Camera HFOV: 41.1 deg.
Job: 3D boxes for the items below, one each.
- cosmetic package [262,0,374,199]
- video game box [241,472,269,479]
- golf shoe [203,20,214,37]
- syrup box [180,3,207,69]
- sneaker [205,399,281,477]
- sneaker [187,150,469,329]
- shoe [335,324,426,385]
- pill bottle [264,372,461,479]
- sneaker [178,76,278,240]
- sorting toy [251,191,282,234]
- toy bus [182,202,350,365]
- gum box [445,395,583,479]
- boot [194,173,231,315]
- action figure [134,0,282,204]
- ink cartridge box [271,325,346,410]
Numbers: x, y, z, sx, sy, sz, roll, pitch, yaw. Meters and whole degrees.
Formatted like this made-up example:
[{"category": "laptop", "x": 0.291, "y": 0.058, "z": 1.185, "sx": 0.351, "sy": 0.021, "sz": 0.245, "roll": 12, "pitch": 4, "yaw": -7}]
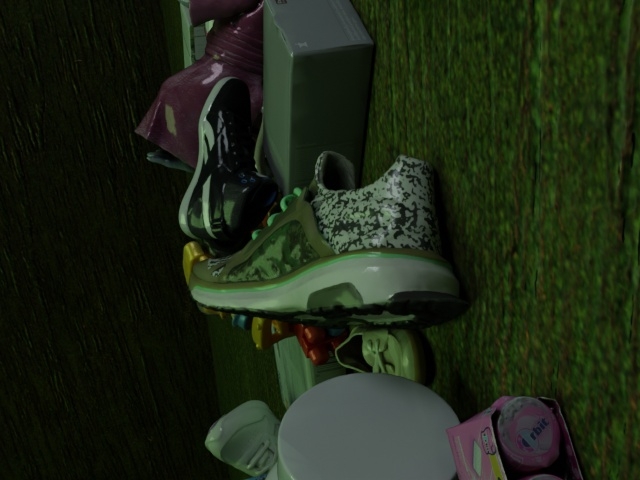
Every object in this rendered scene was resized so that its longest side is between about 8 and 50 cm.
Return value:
[{"category": "cosmetic package", "x": -0.009, "y": -0.166, "z": 1.017, "sx": 0.238, "sy": 0.107, "sz": 0.127, "roll": 99, "pitch": 157, "yaw": -48}, {"category": "video game box", "x": -0.022, "y": 0.432, "z": 1.352, "sx": 0.205, "sy": 0.187, "sz": 0.048, "roll": -128, "pitch": 31, "yaw": -64}, {"category": "golf shoe", "x": -0.167, "y": -0.350, "z": 1.601, "sx": 0.086, "sy": 0.068, "sz": 0.186, "roll": -129, "pitch": 22, "yaw": -55}, {"category": "syrup box", "x": -0.231, "y": -0.382, "z": 1.766, "sx": 0.236, "sy": 0.093, "sz": 0.096, "roll": 97, "pitch": 158, "yaw": -52}, {"category": "sneaker", "x": -0.075, "y": 0.370, "z": 1.487, "sx": 0.152, "sy": 0.114, "sz": 0.305, "roll": 38, "pitch": -178, "yaw": 39}, {"category": "sneaker", "x": 0.000, "y": 0.000, "z": 0.931, "sx": 0.410, "sy": 0.158, "sz": 0.181, "roll": -5, "pitch": 73, "yaw": 51}, {"category": "shoe", "x": 0.070, "y": 0.139, "z": 1.014, "sx": 0.219, "sy": 0.058, "sz": 0.076, "roll": 168, "pitch": 91, "yaw": -77}, {"category": "pill bottle", "x": 0.049, "y": 0.345, "z": 0.897, "sx": 0.229, "sy": 0.229, "sz": 0.407, "roll": -118, "pitch": 22, "yaw": -52}, {"category": "sneaker", "x": -0.096, "y": -0.101, "z": 1.079, "sx": 0.121, "sy": 0.079, "sz": 0.216, "roll": 8, "pitch": 82, "yaw": 37}, {"category": "sorting toy", "x": -0.078, "y": -0.158, "z": 1.374, "sx": 0.126, "sy": 0.127, "sz": 0.365, "roll": -31, "pitch": 65, "yaw": 45}, {"category": "toy bus", "x": -0.054, "y": 0.075, "z": 1.152, "sx": 0.149, "sy": 0.220, "sz": 0.211, "roll": 97, "pitch": 154, "yaw": -57}, {"category": "gum box", "x": 0.165, "y": 0.219, "z": 0.675, "sx": 0.107, "sy": 0.062, "sz": 0.188, "roll": 119, "pitch": 138, "yaw": -69}, {"category": "boot", "x": -0.177, "y": -0.048, "z": 1.607, "sx": 0.377, "sy": 0.138, "sz": 0.284, "roll": -82, "pitch": -14, "yaw": -67}, {"category": "action figure", "x": -0.115, "y": -0.258, "z": 1.189, "sx": 0.276, "sy": 0.248, "sz": 0.370, "roll": 30, "pitch": 111, "yaw": 29}, {"category": "ink cartridge box", "x": -0.022, "y": 0.195, "z": 1.423, "sx": 0.330, "sy": 0.072, "sz": 0.324, "roll": -127, "pitch": 29, "yaw": -69}]
